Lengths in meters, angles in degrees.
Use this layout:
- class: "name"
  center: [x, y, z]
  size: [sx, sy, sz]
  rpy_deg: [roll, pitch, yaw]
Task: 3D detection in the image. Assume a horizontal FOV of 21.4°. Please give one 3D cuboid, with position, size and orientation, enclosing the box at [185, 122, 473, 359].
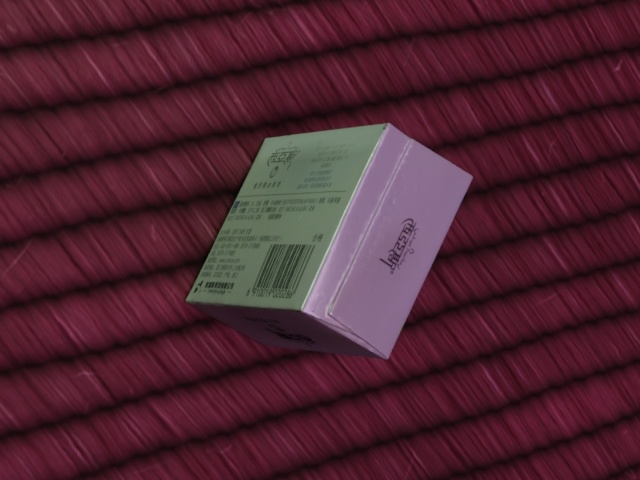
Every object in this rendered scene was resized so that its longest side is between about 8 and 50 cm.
- class: "box"
  center: [0.002, 0.001, 1.698]
  size: [0.116, 0.274, 0.203]
  rpy_deg: [31, 75, -25]
